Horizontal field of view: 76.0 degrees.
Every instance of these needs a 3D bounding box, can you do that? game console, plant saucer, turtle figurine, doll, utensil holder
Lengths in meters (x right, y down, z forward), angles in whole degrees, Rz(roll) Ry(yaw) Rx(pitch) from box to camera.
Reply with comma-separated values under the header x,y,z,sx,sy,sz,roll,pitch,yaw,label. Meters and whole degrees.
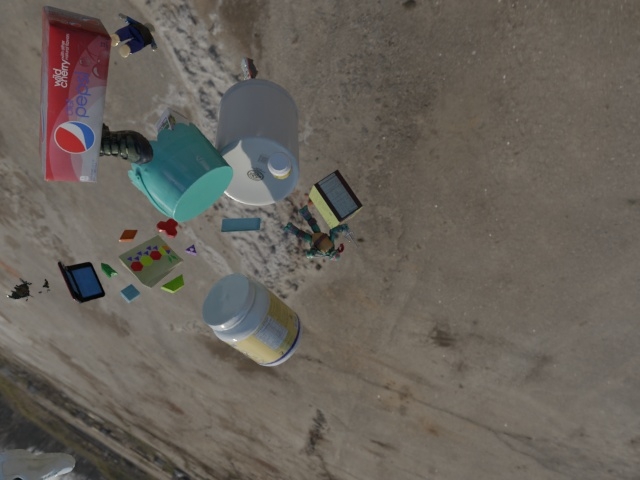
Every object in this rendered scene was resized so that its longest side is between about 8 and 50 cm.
x,y,z,sx,sy,sz,roll,pitch,yaw,label
-0.816,0.134,1.405,0.144,0.085,0.124,61,156,9,game console
-0.362,-0.074,1.869,0.018,0.191,0.067,37,123,47,plant saucer
0.000,0.000,1.368,0.234,0.175,0.118,40,153,5,turtle figurine
-0.543,-0.605,1.204,0.046,0.189,0.129,-28,117,32,doll
-0.239,-0.369,1.559,0.326,0.386,0.328,-3,138,-3,utensil holder

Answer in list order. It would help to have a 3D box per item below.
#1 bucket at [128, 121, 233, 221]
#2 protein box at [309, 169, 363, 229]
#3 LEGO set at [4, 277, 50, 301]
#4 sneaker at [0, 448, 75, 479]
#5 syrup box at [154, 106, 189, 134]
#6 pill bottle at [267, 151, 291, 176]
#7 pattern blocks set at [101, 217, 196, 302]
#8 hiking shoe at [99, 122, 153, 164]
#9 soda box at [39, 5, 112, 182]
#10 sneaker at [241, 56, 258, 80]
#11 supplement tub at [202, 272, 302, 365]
x,y,z,sx,sy,sz,roll,pitch,yaw,label
-0.422,-0.203,1.276,0.183,0.281,0.281,45,144,6,bucket
0.066,-0.180,1.871,0.201,0.135,0.200,56,169,3,protein box
-0.653,0.113,0.915,0.083,0.054,0.023,7,152,-36,LEGO set
-0.736,0.606,1.061,0.080,0.094,0.212,-30,144,5,sneaker
-0.530,-0.377,1.516,0.093,0.237,0.096,-43,144,20,syrup box
-0.110,-0.204,1.112,0.065,0.065,0.116,35,-179,-4,pill bottle
-0.595,0.069,1.455,0.285,0.324,0.026,52,136,10,pattern blocks set
-0.529,-0.232,1.017,0.226,0.114,0.086,19,125,12,hiking shoe
-0.414,-0.230,0.682,0.092,0.083,0.264,51,130,36,soda box
-0.290,-0.708,1.752,0.061,0.064,0.158,-10,92,56,sneaker
-0.243,0.291,1.498,0.240,0.241,0.331,-1,145,37,supplement tub
